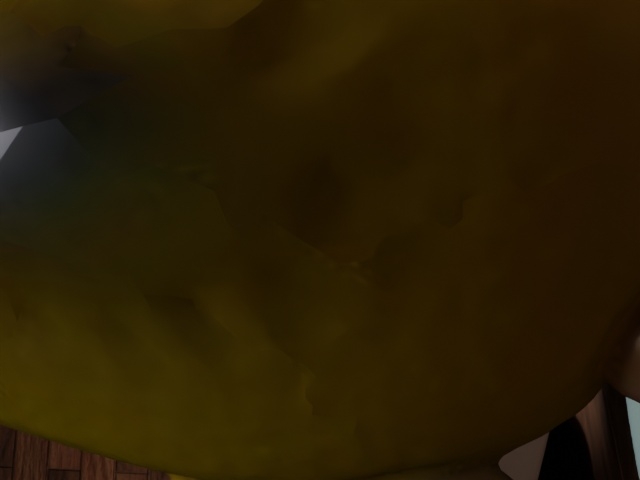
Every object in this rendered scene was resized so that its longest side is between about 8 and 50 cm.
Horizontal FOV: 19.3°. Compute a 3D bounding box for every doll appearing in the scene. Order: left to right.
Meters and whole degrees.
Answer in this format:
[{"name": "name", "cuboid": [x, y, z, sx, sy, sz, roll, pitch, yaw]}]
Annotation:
[{"name": "doll", "cuboid": [0.038, -0.047, 0.524, 0.348, 0.423, 0.161, -55, -19, 9]}]

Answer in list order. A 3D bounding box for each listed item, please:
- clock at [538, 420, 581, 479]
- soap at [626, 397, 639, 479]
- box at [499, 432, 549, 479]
[{"name": "clock", "cuboid": [0.069, 0.253, 1.134, 0.379, 0.120, 0.276, 107, 168, -60]}, {"name": "soap", "cuboid": [0.167, 0.031, 0.657, 0.198, 0.067, 0.119, 101, 172, -46]}, {"name": "box", "cuboid": [0.023, 0.003, 0.951, 0.116, 0.203, 0.274, -29, 42, 63]}]
